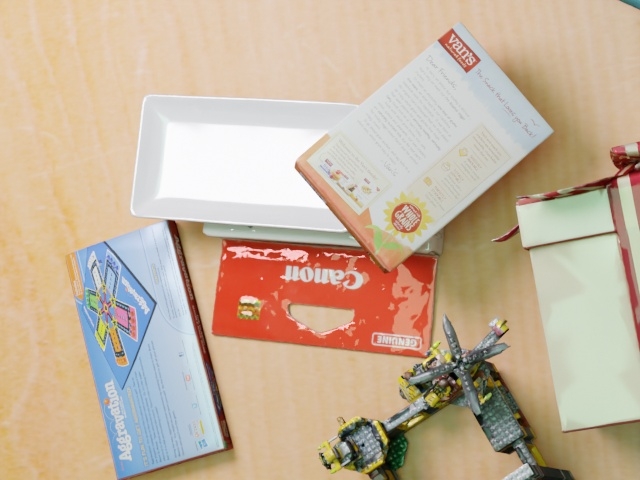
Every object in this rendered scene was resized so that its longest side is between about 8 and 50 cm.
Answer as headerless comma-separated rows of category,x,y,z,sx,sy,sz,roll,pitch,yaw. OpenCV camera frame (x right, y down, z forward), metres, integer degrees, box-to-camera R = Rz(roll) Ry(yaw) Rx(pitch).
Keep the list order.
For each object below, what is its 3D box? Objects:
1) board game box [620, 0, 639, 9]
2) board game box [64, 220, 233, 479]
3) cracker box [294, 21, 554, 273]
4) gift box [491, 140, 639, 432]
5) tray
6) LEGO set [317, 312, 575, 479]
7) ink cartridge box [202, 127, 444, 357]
board game box,0.424,-0.296,1.404,0.210,0.047,0.160,30,94,18
board game box,-0.206,0.130,1.578,0.145,0.027,0.281,-18,79,14
cracker box,0.108,-0.097,1.413,0.232,0.067,0.156,-40,89,-4
gift box,0.310,0.043,1.298,0.276,0.255,0.258,-9,83,11
tray,-0.083,-0.087,1.499,0.270,0.030,0.145,5,84,20
LEGO set,0.134,0.258,1.341,0.255,0.192,0.331,-28,68,17
ink cartridge box,0.000,0.000,1.508,0.275,0.060,0.239,5,84,19
